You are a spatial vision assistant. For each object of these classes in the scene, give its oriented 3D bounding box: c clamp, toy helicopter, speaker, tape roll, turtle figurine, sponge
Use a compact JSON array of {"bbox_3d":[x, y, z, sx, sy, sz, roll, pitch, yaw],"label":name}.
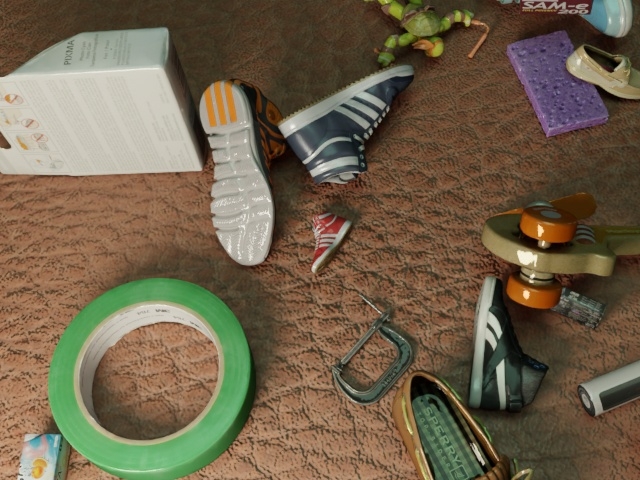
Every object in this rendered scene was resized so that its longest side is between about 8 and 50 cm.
[{"bbox_3d":[0.076,0.185,1.485,0.137,0.022,0.160,33,68,13],"label":"c clamp"},{"bbox_3d":[0.427,-0.004,1.487,0.355,0.140,0.235,0,22,-18],"label":"toy helicopter"},{"bbox_3d":[0.473,0.224,1.416,0.136,0.055,0.055,-20,64,-7],"label":"speaker"},{"bbox_3d":[-0.266,0.219,1.458,0.321,0.077,0.321,-2,63,4],"label":"tape roll"},{"bbox_3d":[0.170,-0.417,1.744,0.270,0.087,0.217,-27,65,-9],"label":"turtle figurine"},{"bbox_3d":[0.439,-0.293,1.694,0.117,0.031,0.210,-15,63,-5],"label":"sponge"}]

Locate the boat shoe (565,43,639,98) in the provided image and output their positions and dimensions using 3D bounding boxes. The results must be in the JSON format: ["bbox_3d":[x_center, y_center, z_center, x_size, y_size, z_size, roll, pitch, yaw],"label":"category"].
[{"bbox_3d":[0.535,-0.309,1.659,0.170,0.059,0.063,17,55,-9],"label":"boat shoe"}]

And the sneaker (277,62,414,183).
[{"bbox_3d":[0.074,-0.201,1.623,0.282,0.099,0.153,-29,91,-21],"label":"sneaker"}]

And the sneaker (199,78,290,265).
[{"bbox_3d":[-0.106,-0.123,1.597,0.125,0.180,0.321,-3,96,25],"label":"sneaker"}]

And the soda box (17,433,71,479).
[{"bbox_3d":[-0.429,0.391,1.389,0.058,0.063,0.183,0,63,3],"label":"soda box"}]

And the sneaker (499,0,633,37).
[{"bbox_3d":[0.435,-0.475,1.737,0.208,0.127,0.319,-20,54,-8],"label":"sneaker"}]

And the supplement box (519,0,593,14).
[{"bbox_3d":[0.432,-0.526,1.654,0.130,0.073,0.239,4,65,13],"label":"supplement box"}]

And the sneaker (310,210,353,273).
[{"bbox_3d":[0.000,0.000,1.569,0.067,0.042,0.118,30,61,13],"label":"sneaker"}]

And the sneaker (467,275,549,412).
[{"bbox_3d":[0.304,0.168,1.449,0.121,0.079,0.216,8,72,5],"label":"sneaker"}]

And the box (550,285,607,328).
[{"bbox_3d":[0.414,0.107,1.472,0.083,0.067,0.018,24,67,16],"label":"box"}]

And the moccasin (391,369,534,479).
[{"bbox_3d":[0.229,0.356,1.313,0.139,0.147,0.380,-21,64,-7],"label":"moccasin"}]

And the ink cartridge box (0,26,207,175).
[{"bbox_3d":[-0.413,-0.226,1.565,0.385,0.308,0.091,-1,63,5],"label":"ink cartridge box"}]
